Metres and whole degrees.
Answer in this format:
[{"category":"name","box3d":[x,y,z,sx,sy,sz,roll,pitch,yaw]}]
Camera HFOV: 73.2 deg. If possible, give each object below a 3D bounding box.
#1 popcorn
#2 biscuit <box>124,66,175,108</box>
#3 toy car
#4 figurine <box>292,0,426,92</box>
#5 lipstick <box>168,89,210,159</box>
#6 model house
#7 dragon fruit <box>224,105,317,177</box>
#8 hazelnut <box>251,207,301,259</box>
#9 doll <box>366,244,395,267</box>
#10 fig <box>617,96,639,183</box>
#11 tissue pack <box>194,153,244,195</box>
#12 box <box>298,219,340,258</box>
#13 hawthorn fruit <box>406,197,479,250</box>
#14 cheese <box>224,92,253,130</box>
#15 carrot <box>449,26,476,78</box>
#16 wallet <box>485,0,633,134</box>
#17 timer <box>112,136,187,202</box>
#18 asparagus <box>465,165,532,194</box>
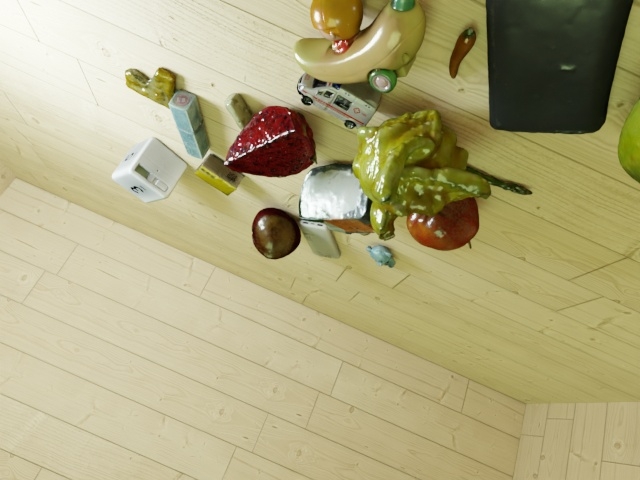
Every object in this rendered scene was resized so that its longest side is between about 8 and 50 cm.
[{"category":"popcorn","box3d":[0.216,-0.178,1.059,0.321,0.326,0.290,-26,86,46]},{"category":"biscuit","box3d":[-0.552,-0.513,1.395,0.183,0.039,0.174,25,158,-5]},{"category":"toy car","box3d":[0.047,-0.370,1.082,0.210,0.089,0.108,26,156,-10]},{"category":"figurine","box3d":[0.065,-0.429,0.905,0.325,0.124,0.222,10,153,37]},{"category":"lipstick","box3d":[-0.452,-0.393,1.506,0.078,0.076,0.289,20,156,4]},{"category":"model house","box3d":[0.111,-0.118,1.498,0.271,0.190,0.301,1,163,34]},{"category":"dragon fruit","box3d":[-0.122,-0.305,1.330,0.317,0.152,0.205,-15,156,36]},{"category":"hazelnut","box3d":[-0.199,-0.038,1.887,0.230,0.229,0.229,20,156,9]},{"category":"doll","box3d":[0.265,0.083,1.846,0.120,0.075,0.179,14,154,29]},{"category":"fig","box3d":[0.655,-0.183,0.724,0.258,0.258,0.326,23,169,2]},{"category":"tissue pack","box3d":[-0.410,-0.261,1.738,0.169,0.082,0.120,34,156,-22]},{"category":"box","box3d":[0.000,0.000,1.959,0.142,0.044,0.285,11,153,21]},{"category":"hawthorn fruit","box3d":[0.382,-0.057,1.294,0.211,0.210,0.262,-3,153,46]},{"category":"cheese","box3d":[-0.235,-0.376,1.357,0.043,0.065,0.194,2,148,27]},{"category":"carrot","box3d":[0.290,-0.387,0.894,0.035,0.035,0.142,21,164,5]},{"category":"wallet","box3d":[0.425,-0.360,0.791,0.228,0.062,0.406,11,152,28]},{"category":"timer","box3d":[-0.719,-0.292,1.817,0.195,0.194,0.192,-2,145,46]},{"category":"asparagus","box3d":[0.467,-0.170,1.189,0.236,0.027,0.034,22,167,4]}]
